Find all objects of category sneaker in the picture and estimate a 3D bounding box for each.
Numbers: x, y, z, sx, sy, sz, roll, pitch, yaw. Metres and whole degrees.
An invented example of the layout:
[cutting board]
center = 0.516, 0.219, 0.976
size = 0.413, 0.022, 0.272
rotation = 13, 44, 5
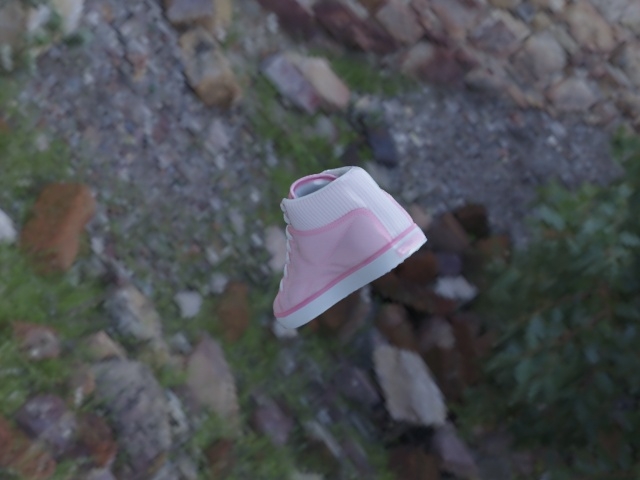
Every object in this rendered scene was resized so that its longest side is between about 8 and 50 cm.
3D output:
[sneaker]
center = 0.000, 0.000, 0.797
size = 0.070, 0.134, 0.051
rotation = 51, 54, -3
